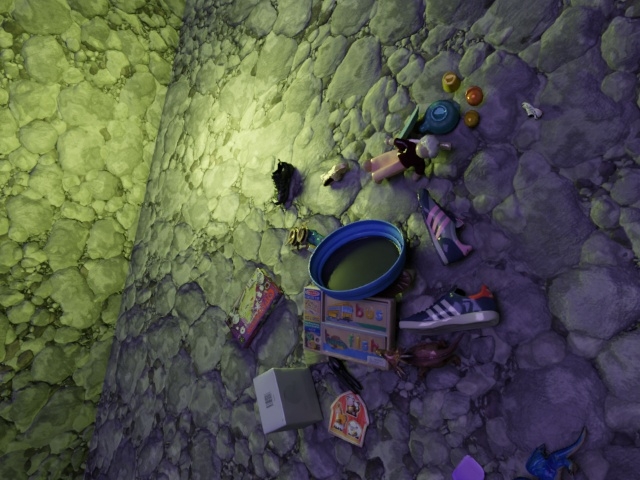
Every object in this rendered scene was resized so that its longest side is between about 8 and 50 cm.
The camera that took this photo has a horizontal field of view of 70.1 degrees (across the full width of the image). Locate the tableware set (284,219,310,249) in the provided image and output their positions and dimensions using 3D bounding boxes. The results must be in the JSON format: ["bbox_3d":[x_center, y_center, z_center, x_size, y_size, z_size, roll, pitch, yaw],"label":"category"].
[{"bbox_3d":[-0.113,-0.024,2.127,0.194,0.039,0.128,-13,68,63],"label":"tableware set"}]

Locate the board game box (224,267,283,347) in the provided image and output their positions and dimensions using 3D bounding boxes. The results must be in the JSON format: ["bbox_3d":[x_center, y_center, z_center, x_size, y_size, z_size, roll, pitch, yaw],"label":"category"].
[{"bbox_3d":[-0.336,0.333,2.263,0.208,0.056,0.347,42,105,35],"label":"board game box"}]

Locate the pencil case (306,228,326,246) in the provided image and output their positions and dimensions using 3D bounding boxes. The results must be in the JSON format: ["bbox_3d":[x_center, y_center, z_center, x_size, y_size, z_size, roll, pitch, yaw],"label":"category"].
[{"bbox_3d":[0.000,0.000,2.055,0.151,0.064,0.070,29,75,41],"label":"pencil case"}]

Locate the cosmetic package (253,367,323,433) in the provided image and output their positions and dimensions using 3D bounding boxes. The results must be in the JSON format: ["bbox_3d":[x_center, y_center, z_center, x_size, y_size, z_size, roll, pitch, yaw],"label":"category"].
[{"bbox_3d":[-0.134,0.654,1.879,0.138,0.224,0.224,-36,57,31],"label":"cosmetic package"}]

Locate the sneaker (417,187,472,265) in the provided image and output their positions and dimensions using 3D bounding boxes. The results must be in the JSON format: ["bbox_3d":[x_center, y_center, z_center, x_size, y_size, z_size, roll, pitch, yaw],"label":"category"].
[{"bbox_3d":[0.454,-0.067,1.679,0.131,0.112,0.319,-22,66,16],"label":"sneaker"}]

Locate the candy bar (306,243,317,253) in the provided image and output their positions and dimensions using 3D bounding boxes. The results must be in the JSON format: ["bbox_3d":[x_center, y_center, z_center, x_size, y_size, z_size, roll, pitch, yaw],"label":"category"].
[{"bbox_3d":[-0.007,0.056,2.077,0.161,0.018,0.040,27,95,41],"label":"candy bar"}]

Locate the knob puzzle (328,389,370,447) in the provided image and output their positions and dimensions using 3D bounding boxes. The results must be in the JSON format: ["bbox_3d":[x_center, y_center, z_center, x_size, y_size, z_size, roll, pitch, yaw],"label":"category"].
[{"bbox_3d":[0.110,0.685,1.794,0.213,0.030,0.213,-13,69,38],"label":"knob puzzle"}]

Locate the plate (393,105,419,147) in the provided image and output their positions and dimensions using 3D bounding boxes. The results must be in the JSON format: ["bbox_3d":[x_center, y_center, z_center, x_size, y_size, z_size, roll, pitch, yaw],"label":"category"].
[{"bbox_3d":[0.352,-0.451,1.838,0.024,0.188,0.188,30,100,0],"label":"plate"}]

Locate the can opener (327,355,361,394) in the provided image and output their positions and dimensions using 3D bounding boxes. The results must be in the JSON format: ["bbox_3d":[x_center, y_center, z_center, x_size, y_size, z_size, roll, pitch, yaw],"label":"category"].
[{"bbox_3d":[0.092,0.543,1.828,0.059,0.073,0.186,-49,58,9],"label":"can opener"}]

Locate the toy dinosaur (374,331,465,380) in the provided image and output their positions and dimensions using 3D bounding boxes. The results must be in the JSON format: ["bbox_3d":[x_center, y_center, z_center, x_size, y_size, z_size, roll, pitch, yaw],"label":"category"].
[{"bbox_3d":[0.352,0.397,1.554,0.295,0.200,0.127,-28,61,31],"label":"toy dinosaur"}]

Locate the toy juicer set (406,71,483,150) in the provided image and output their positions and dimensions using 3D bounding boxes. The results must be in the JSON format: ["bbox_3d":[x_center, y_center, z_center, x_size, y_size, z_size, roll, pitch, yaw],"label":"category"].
[{"bbox_3d":[0.497,-0.464,1.762,0.209,0.089,0.329,34,100,22],"label":"toy juicer set"}]

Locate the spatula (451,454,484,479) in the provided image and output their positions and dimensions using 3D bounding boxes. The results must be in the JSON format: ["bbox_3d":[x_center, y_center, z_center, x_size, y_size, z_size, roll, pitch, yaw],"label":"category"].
[{"bbox_3d":[0.424,0.838,1.482,0.084,0.030,0.297,39,103,38],"label":"spatula"}]

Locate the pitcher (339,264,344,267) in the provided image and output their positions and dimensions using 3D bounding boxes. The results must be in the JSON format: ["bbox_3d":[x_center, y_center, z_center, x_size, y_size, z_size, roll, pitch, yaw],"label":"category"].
[{"bbox_3d":[0.097,0.125,1.911,0.207,0.125,0.178,5,59,44],"label":"pitcher"}]

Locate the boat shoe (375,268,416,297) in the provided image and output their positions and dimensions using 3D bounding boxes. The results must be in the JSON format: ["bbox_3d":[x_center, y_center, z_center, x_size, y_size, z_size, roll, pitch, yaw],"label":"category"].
[{"bbox_3d":[0.250,0.193,1.787,0.285,0.089,0.105,-30,84,34],"label":"boat shoe"}]

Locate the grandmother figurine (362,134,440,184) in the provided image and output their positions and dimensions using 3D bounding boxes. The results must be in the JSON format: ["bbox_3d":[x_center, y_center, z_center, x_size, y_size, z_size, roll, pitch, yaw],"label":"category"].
[{"bbox_3d":[0.329,-0.317,1.785,0.342,0.207,0.104,-20,37,52],"label":"grandmother figurine"}]

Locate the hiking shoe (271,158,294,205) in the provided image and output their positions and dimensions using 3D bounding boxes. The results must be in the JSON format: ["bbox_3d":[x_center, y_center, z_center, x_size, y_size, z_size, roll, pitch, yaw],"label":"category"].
[{"bbox_3d":[-0.214,-0.292,2.285,0.086,0.114,0.227,8,83,42],"label":"hiking shoe"}]

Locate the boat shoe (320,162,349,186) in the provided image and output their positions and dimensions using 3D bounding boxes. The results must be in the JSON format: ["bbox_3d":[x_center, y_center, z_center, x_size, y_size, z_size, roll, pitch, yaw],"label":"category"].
[{"bbox_3d":[0.069,-0.297,2.086,0.170,0.063,0.059,-29,63,42],"label":"boat shoe"}]

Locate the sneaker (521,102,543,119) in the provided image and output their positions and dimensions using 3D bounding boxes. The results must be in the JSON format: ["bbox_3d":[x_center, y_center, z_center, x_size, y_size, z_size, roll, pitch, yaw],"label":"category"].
[{"bbox_3d":[0.727,-0.449,1.584,0.037,0.032,0.083,-53,50,16],"label":"sneaker"}]

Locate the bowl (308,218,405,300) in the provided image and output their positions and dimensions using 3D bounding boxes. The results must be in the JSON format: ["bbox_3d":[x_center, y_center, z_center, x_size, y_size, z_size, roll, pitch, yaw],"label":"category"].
[{"bbox_3d":[0.145,0.074,1.771,0.390,0.077,0.391,-18,36,14],"label":"bowl"}]

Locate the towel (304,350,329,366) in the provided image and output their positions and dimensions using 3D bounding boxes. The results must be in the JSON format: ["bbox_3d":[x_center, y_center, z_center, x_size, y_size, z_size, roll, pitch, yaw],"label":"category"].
[{"bbox_3d":[-0.013,0.477,1.959,0.148,0.027,0.110,-24,62,34],"label":"towel"}]

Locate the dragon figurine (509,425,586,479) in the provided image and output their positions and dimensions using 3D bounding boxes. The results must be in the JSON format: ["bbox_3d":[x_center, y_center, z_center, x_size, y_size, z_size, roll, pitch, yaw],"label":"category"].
[{"bbox_3d":[0.647,0.643,1.311,0.144,0.085,0.289,23,95,41],"label":"dragon figurine"}]

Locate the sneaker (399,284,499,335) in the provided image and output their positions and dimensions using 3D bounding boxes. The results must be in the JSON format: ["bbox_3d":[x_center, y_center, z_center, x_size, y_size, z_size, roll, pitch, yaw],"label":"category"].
[{"bbox_3d":[0.437,0.238,1.588,0.349,0.131,0.148,-15,62,31],"label":"sneaker"}]

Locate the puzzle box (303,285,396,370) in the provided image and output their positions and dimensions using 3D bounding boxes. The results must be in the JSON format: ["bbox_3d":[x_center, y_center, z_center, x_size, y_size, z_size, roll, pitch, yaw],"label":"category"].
[{"bbox_3d":[0.106,0.336,1.812,0.408,0.052,0.272,4,95,36],"label":"puzzle box"}]
